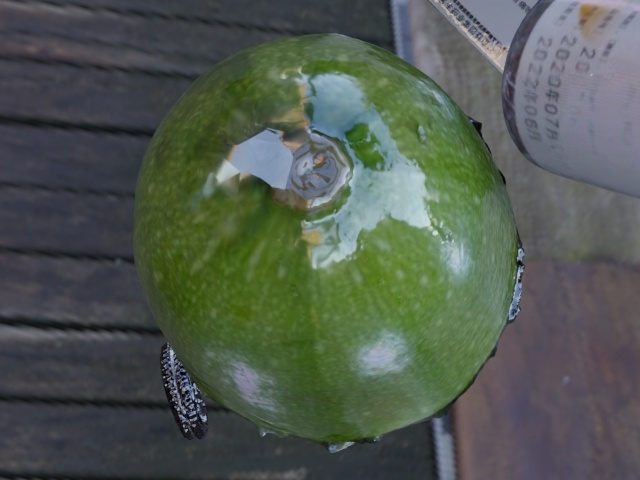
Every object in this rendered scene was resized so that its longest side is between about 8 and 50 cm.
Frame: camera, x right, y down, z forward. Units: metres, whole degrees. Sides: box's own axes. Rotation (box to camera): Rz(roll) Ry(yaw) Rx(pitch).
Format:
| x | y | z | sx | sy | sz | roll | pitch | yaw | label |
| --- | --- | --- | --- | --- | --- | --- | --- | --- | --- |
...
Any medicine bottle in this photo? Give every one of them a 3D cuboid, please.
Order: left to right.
| x | y | z | sx | sy | sz | roll | pitch | yaw | label |
| --- | --- | --- | --- | --- | --- | --- | --- | --- | --- |
| 0.282 | -0.104 | 1.173 | 0.165 | 0.273 | 0.165 | -12 | 110 | -36 | medicine bottle |

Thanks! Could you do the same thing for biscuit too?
| x | y | z | sx | sy | sz | roll | pitch | yaw | label |
| --- | --- | --- | --- | --- | --- | --- | --- | --- | --- |
| -0.121 | 0.136 | 1.395 | 0.027 | 0.089 | 0.087 | -14 | 64 | 2 | biscuit |

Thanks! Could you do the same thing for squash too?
| x | y | z | sx | sy | sz | roll | pitch | yaw | label |
| --- | --- | --- | --- | --- | --- | --- | --- | --- | --- |
| -0.027 | -0.017 | 1.098 | 0.310 | 0.309 | 0.310 | -4 | 77 | 16 | squash |

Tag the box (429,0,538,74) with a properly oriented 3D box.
| x | y | z | sx | sy | sz | roll | pitch | yaw | label |
| --- | --- | --- | --- | --- | --- | --- | --- | --- | --- |
| 0.253 | -0.284 | 1.730 | 0.353 | 0.069 | 0.214 | 43 | 100 | -10 | box |
